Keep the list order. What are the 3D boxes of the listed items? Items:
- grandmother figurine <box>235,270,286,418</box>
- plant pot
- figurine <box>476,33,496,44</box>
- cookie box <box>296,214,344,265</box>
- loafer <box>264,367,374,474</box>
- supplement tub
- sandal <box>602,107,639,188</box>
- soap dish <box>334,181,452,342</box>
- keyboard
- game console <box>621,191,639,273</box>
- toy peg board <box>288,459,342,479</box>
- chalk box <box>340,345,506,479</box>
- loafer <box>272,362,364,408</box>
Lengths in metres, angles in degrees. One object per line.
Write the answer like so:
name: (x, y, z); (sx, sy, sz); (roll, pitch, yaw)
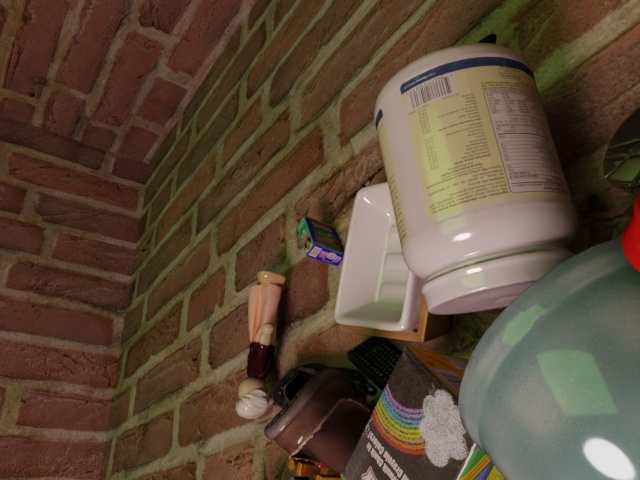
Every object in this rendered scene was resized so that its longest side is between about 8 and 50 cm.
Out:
grandmother figurine: (-0.147, 0.261, 1.342); (0.208, 0.104, 0.342); (85, -170, -62)
plant pot: (0.300, 0.168, 0.483); (0.293, 0.293, 0.196); (-60, 30, 21)
figurine: (0.257, -0.236, 0.980); (0.209, 0.092, 0.215); (-40, 44, 37)
cookie box: (0.000, 0.000, 1.266); (0.040, 0.092, 0.107); (-53, 36, 26)
loafer: (0.039, 0.297, 0.863); (0.134, 0.366, 0.130); (-48, 63, 1)
supplement tub: (0.214, -0.077, 0.767); (0.235, 0.235, 0.324); (-30, 63, 49)
sandal: (0.435, -0.153, 0.676); (0.090, 0.060, 0.219); (21, 79, 54)
soap dish: (0.145, 0.033, 0.986); (0.229, 0.118, 0.290); (-6, 69, 57)
keyboard: (0.108, 0.232, 0.978); (0.108, 0.023, 0.180); (-33, 27, -14)
game console: (0.453, 0.016, 0.345); (0.386, 0.342, 0.060); (-129, 24, -54)
toy peg board: (-0.013, 0.439, 1.076); (0.161, 0.079, 0.160); (-6, 70, 58)
chalk box: (0.165, 0.324, 0.752); (0.180, 0.179, 0.289); (42, 113, 56)
loafer: (-0.031, 0.308, 1.155); (0.302, 0.095, 0.109); (-23, 57, 52)
